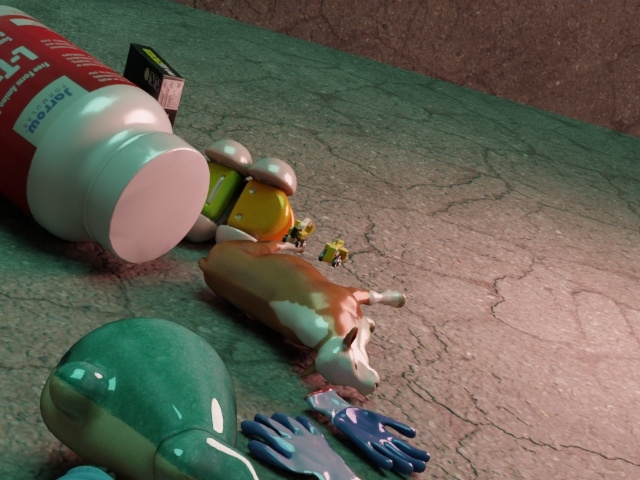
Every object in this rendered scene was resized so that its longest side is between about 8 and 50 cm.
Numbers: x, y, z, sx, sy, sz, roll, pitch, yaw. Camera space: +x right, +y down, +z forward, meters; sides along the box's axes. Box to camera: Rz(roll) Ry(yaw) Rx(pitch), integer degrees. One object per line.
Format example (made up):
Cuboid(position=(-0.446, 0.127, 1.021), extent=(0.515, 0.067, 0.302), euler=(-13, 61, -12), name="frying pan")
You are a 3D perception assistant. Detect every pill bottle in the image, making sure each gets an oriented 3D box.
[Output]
Cuboid(position=(-0.352, -0.143, 1.465), extent=(0.408, 0.229, 0.229), euler=(34, 26, 28), name="pill bottle")

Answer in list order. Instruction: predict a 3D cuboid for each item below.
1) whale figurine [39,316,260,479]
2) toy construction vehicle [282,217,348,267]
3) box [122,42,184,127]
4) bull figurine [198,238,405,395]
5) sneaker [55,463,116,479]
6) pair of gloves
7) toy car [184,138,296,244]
Cuboid(position=(-0.125, 0.148, 0.914), extent=(0.216, 0.141, 0.272), euler=(37, -12, -26), name="whale figurine")
Cuboid(position=(0.000, 0.000, 1.408), extent=(0.086, 0.035, 0.098), euler=(23, 10, 13), name="toy construction vehicle")
Cuboid(position=(-0.291, -0.208, 1.763), extent=(0.045, 0.190, 0.184), euler=(5, 24, -32), name="box")
Cuboid(position=(-0.014, 0.081, 1.356), extent=(0.310, 0.101, 0.188), euler=(33, 22, 33), name="bull figurine")
Cuboid(position=(-0.140, 0.276, 0.782), extent=(0.262, 0.104, 0.125), euler=(24, 37, 33), name="sneaker")
Cuboid(position=(0.019, 0.215, 1.138), extent=(0.159, 0.023, 0.198), euler=(33, 26, 33), name="pair of gloves")
Cuboid(position=(-0.120, -0.048, 1.583), extent=(0.182, 0.159, 0.136), euler=(23, -14, 19), name="toy car")
